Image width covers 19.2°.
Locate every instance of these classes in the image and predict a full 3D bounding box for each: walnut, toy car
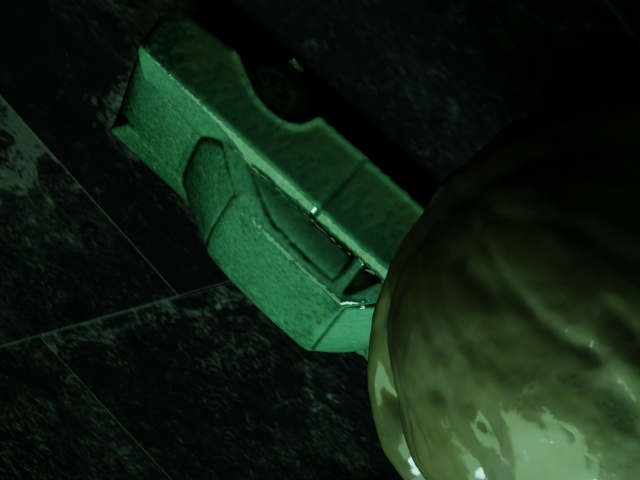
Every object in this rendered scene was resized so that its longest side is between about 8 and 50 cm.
[{"bbox_3d":[0.138,0.050,0.905,0.248,0.248,0.248,33,153,20],"label":"walnut"},{"bbox_3d":[0.000,0.000,1.178,0.320,0.097,0.141,42,155,4],"label":"toy car"}]
